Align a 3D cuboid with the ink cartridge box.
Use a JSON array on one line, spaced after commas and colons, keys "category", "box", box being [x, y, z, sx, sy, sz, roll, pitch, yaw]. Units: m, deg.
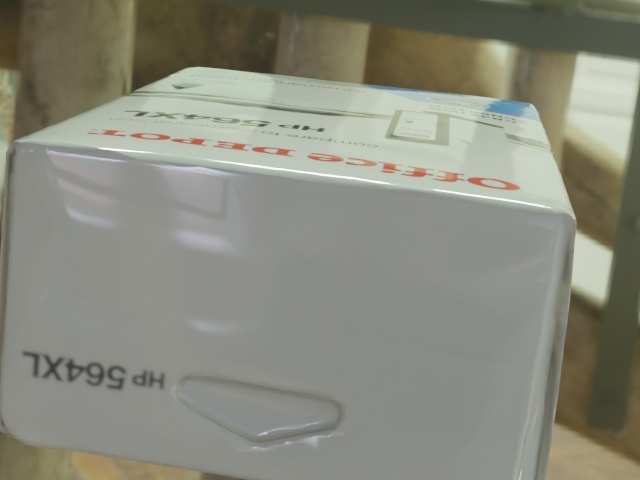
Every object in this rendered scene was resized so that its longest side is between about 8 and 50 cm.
[{"category": "ink cartridge box", "box": [0.000, 0.000, 0.407, 0.148, 0.086, 0.203, 7, 14, 4]}]
